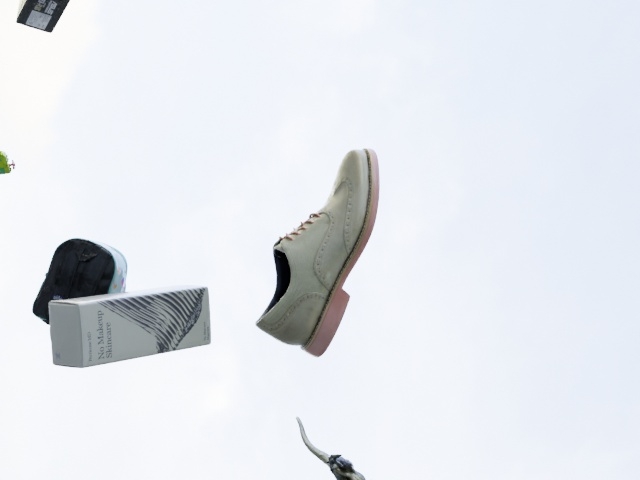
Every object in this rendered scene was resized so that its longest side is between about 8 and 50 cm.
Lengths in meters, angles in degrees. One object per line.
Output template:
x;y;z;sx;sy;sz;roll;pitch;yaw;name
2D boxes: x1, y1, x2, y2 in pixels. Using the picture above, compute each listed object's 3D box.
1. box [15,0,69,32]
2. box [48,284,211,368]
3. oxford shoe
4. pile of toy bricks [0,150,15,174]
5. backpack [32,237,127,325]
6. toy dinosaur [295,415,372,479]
-0.546;-0.532;2.117;0.180;0.078;0.147;-36;-133;52;box
-0.319;0.142;1.789;0.094;0.275;0.113;0;-85;43;box
0.000;0.000;1.872;0.140;0.146;0.397;144;-35;-68;oxford shoe
-0.665;-0.150;2.094;0.118;0.105;0.212;-103;-174;-49;pile of toy bricks
-0.482;0.090;2.169;0.166;0.144;0.188;17;-85;16;backpack
0.045;0.449;2.028;0.268;0.064;0.118;42;1;-2;toy dinosaur
